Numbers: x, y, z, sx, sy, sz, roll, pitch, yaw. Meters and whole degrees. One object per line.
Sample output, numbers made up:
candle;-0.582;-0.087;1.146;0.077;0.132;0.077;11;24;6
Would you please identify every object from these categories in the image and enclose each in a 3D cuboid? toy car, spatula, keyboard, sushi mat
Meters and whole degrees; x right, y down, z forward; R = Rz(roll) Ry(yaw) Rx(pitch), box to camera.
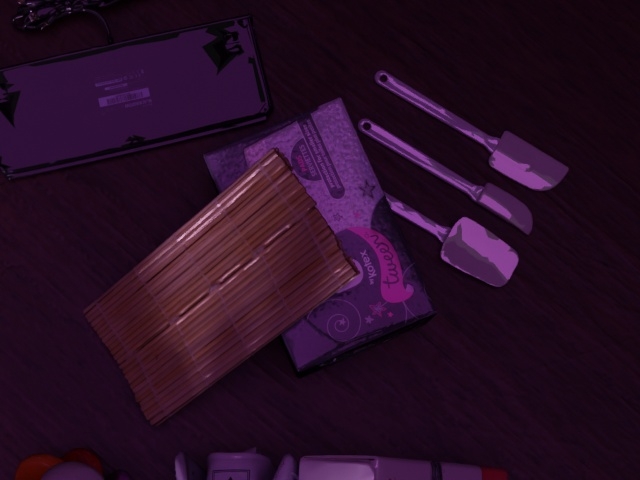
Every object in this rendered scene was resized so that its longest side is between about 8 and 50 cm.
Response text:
toy car;-0.238;0.283;1.536;0.182;0.136;0.159;36;124;-19
spatula;0.135;-0.072;1.677;0.242;0.019;0.168;30;81;0
keyboard;-0.224;-0.194;1.661;0.317;0.033;0.202;-13;89;-7
sushi mat;-0.107;0.052;1.531;0.316;0.019;0.151;-38;76;30

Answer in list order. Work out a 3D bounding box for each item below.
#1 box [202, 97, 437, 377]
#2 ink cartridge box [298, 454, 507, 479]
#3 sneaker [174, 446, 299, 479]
box;0.000;0.000;1.586;0.163;0.142;0.247;-23;84;-3
ink cartridge box;0.082;0.304;1.502;0.100;0.237;0.172;-4;78;38
sneaker;-0.101;0.309;1.415;0.137;0.366;0.210;0;89;11
